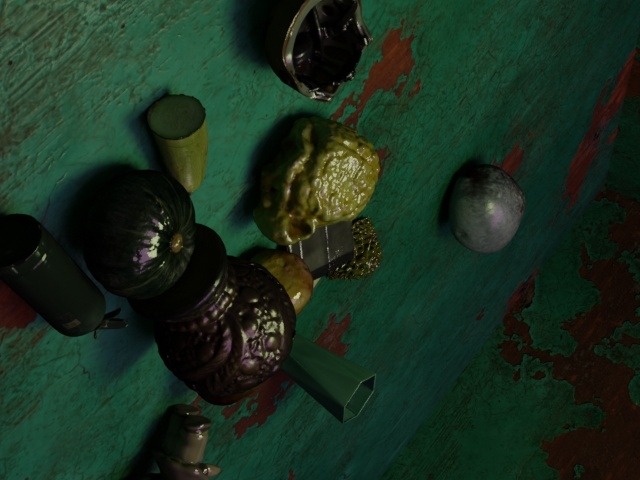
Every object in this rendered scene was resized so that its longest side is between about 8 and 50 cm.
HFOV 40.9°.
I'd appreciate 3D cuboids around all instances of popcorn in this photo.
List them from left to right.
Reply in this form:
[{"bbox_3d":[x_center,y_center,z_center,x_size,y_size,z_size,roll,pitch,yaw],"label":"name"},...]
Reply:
[{"bbox_3d":[-0.010,-0.134,1.715,0.286,0.173,0.225,-29,128,-28],"label":"popcorn"}]

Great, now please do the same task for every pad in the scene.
[{"bbox_3d":[0.001,0.000,1.974,0.233,0.022,0.174,-27,119,-45],"label":"pad"}]

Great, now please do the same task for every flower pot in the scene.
[{"bbox_3d":[-0.208,0.116,1.560,0.266,0.266,0.267,-50,142,-16],"label":"flower pot"}]

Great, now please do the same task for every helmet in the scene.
[{"bbox_3d":[-0.023,-0.352,1.483,0.198,0.130,0.224,-59,144,-7],"label":"helmet"}]

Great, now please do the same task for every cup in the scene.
[{"bbox_3d":[0.010,0.344,2.193,0.134,0.235,0.148,-38,145,-35],"label":"cup"}]

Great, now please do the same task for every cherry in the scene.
[{"bbox_3d":[0.496,-0.095,2.583,0.255,0.218,0.296,-53,143,-11],"label":"cherry"}]

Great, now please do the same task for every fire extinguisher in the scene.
[{"bbox_3d":[-0.399,0.073,1.323,0.114,0.095,0.311,-15,148,1],"label":"fire extinguisher"}]

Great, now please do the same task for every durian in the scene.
[{"bbox_3d":[0.102,0.028,2.144,0.187,0.108,0.119,-50,154,-14],"label":"durian"}]

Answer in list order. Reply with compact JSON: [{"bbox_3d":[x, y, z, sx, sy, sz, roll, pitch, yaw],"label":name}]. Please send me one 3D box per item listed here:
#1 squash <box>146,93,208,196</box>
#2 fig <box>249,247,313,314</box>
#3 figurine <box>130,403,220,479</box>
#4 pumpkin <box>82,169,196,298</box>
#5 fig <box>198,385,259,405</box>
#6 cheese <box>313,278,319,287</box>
[{"bbox_3d":[-0.233,-0.135,1.427,0.094,0.094,0.224,-43,159,-28],"label":"squash"},{"bbox_3d":[-0.131,0.122,1.784,0.257,0.159,0.159,-38,148,-42],"label":"fig"},{"bbox_3d":[-0.334,0.554,1.865,0.203,0.248,0.381,23,86,-59],"label":"figurine"},{"bbox_3d":[-0.289,-0.010,1.373,0.212,0.152,0.212,-54,156,-39],"label":"pumpkin"},{"bbox_3d":[-0.176,0.250,1.795,0.170,0.145,0.274,-37,172,-29],"label":"fig"},{"bbox_3d":[-0.050,0.110,2.038,0.127,0.049,0.235,-4,122,-60],"label":"cheese"}]
